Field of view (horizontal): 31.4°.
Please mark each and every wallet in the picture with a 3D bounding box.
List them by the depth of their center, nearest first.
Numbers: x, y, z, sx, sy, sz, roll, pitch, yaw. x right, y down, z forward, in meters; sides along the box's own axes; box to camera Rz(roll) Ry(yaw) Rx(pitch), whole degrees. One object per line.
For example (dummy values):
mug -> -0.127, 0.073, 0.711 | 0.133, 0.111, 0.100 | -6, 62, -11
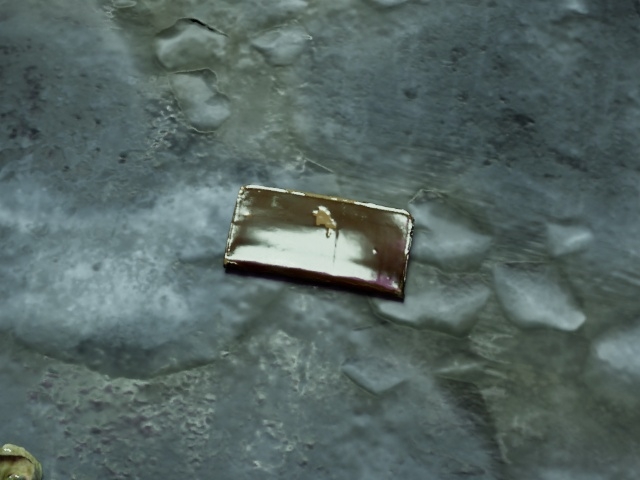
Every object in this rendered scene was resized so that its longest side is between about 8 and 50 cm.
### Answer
wallet -> 0.000, 0.000, 1.107 | 0.176, 0.026, 0.095 | 8, 67, 3

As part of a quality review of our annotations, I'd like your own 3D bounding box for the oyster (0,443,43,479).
oyster -> -0.333, 0.215, 0.960 | 0.191, 0.081, 0.163 | 4, 85, -17
